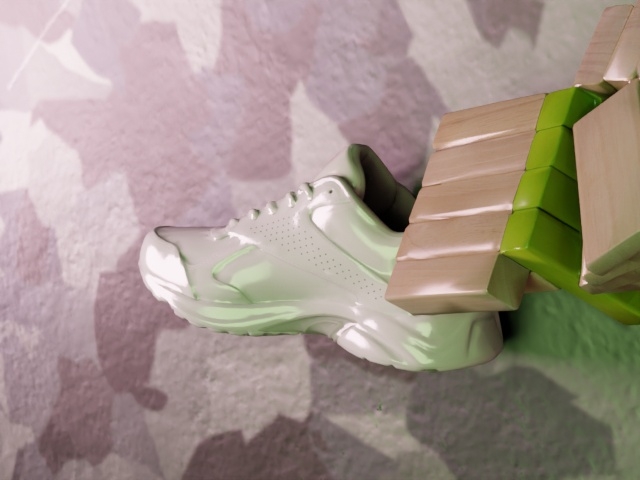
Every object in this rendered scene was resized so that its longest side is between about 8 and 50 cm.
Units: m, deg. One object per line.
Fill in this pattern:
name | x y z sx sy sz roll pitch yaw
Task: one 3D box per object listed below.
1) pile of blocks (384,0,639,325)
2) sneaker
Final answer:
pile of blocks | 0.187 -0.046 0.668 0.362 0.112 0.149 -36 36 41
sneaker | 0.000 0.000 0.866 0.232 0.090 0.115 8 100 27
